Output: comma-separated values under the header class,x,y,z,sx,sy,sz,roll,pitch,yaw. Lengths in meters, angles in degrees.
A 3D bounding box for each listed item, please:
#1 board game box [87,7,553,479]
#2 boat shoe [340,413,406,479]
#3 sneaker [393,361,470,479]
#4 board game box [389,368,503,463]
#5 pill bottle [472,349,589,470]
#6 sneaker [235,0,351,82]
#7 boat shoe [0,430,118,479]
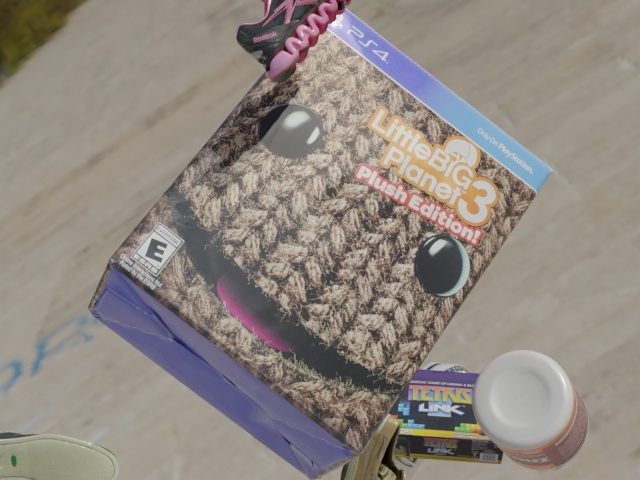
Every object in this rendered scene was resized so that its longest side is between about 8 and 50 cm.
class,x,y,z,sx,sy,sz,roll,pitch,yaw
board game box,0.000,0.000,1.063,0.291,0.232,0.141,-54,2,-24
boat shoe,0.066,0.278,1.585,0.072,0.190,0.068,19,42,23
sneaker,0.142,0.282,1.989,0.235,0.090,0.095,-59,19,-12
board game box,0.172,0.245,1.877,0.170,0.048,0.141,3,37,5
pill bottle,0.189,0.154,1.170,0.086,0.086,0.152,-31,-26,7
sneaker,-0.014,-0.170,0.939,0.119,0.057,0.047,-52,-6,-16
boat shoe,-0.391,0.298,1.837,0.233,0.084,0.079,4,6,1
